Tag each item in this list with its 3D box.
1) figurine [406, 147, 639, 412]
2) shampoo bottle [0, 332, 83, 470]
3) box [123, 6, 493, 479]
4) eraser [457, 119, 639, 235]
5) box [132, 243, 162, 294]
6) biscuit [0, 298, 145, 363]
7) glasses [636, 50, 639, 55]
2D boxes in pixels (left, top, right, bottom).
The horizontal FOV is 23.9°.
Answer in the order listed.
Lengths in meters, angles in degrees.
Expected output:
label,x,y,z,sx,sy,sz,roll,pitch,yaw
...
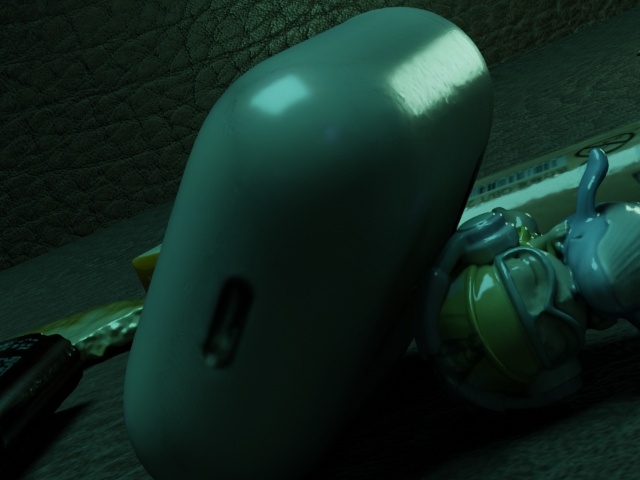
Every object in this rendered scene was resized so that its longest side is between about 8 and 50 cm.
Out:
label,x,y,z,sx,sy,sz,roll,pitch,yaw
figurine,0.131,0.032,0.914,0.184,0.128,0.208,-27,1,-18
shampoo bottle,-0.299,0.163,1.292,0.129,0.084,0.323,-22,9,9
box,0.001,0.000,0.975,0.141,0.288,0.349,22,20,11
eraser,0.232,-0.039,1.258,0.290,0.087,0.171,-21,10,10
box,-0.045,-0.001,1.693,0.274,0.091,0.221,-13,12,46
biscuit,-0.334,0.136,1.715,0.309,0.040,0.204,-22,8,-8
glasses,0.458,-0.233,1.666,0.095,0.255,0.162,-70,13,-12
